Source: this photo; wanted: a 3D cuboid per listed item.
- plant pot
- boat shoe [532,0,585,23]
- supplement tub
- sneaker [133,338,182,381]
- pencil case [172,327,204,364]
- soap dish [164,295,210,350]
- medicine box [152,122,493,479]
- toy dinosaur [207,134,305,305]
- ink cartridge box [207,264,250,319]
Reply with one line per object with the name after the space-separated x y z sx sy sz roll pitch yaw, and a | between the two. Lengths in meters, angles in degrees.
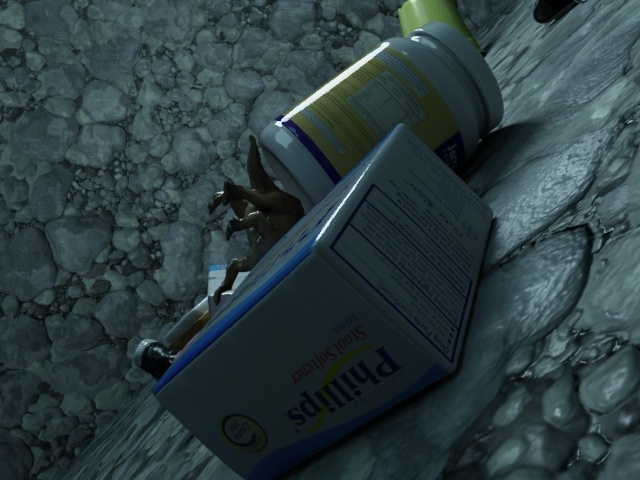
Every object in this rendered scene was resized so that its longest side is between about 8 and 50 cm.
0.393 -0.713 2.186 0.276 0.254 0.276 -20 3 1 | plant pot
0.534 -0.560 1.322 0.105 0.113 0.306 -54 5 -13 | boat shoe
0.097 -0.168 1.011 0.331 0.241 0.241 -37 5 -6 | supplement tub
-0.412 0.370 1.813 0.101 0.153 0.268 -66 -23 -18 | sneaker
-0.151 0.184 1.133 0.284 0.124 0.124 -43 7 31 | pencil case
-0.327 0.236 1.910 0.229 0.118 0.291 -43 3 -41 | soap dish
0.015 0.057 0.643 0.263 0.149 0.289 -42 6 34 | medicine box
-0.056 -0.010 0.950 0.127 0.200 0.296 124 142 -52 | toy dinosaur
-0.189 0.120 1.471 0.191 0.139 0.082 -113 22 -69 | ink cartridge box
